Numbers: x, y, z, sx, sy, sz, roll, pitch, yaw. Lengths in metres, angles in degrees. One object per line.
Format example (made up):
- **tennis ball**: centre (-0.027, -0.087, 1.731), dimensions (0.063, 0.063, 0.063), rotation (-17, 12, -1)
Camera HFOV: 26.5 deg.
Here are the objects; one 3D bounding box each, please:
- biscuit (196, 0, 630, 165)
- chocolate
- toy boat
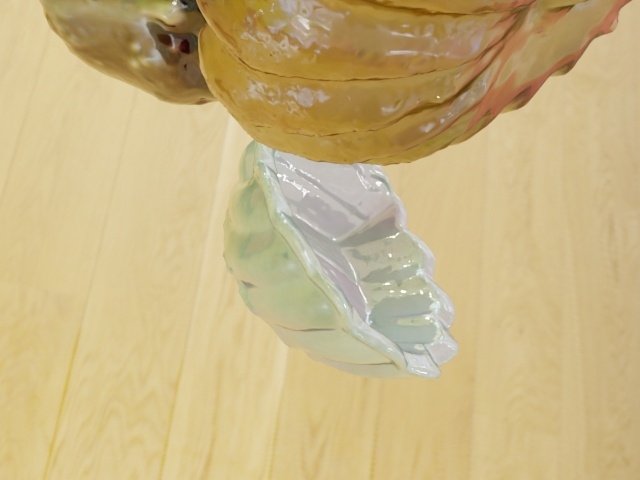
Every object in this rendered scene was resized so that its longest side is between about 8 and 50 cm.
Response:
- **biscuit**: centre (0.094, -0.145, 0.604), dimensions (0.326, 0.326, 0.107), rotation (-34, 80, -37)
- **chocolate**: centre (-0.148, -0.282, 1.136), dimensions (0.210, 0.340, 0.225), rotation (4, 25, 22)
- **toy boat**: centre (0.000, 0.000, 0.996), dimensions (0.199, 0.100, 0.290), rotation (38, 27, -33)
